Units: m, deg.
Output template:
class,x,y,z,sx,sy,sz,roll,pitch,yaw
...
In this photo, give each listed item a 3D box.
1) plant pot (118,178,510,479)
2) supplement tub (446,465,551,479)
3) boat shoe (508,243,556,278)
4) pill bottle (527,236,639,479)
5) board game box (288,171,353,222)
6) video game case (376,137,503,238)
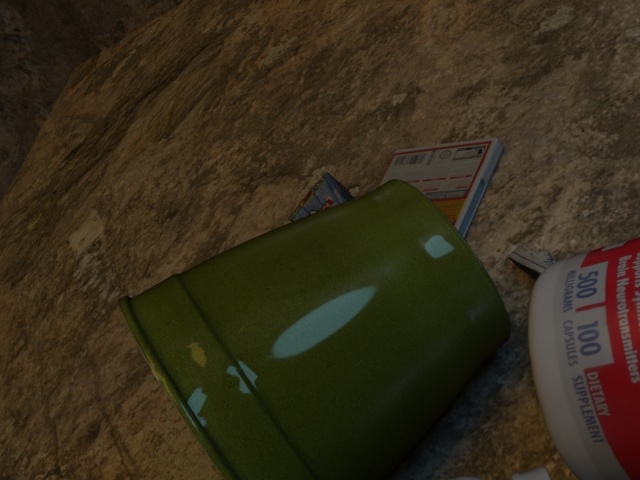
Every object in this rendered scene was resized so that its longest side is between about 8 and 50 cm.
class,x,y,z,sx,sy,sz,roll,pitch,yaw
plant pot,0.016,0.119,1.082,0.353,0.366,0.366,-35,32,-7
supplement tub,0.085,0.341,0.794,0.316,0.228,0.228,-23,36,8
boat shoe,0.274,0.028,1.144,0.035,0.035,0.100,-49,26,-1
pill bottle,0.402,0.078,0.768,0.407,0.229,0.229,-19,41,34
board game box,0.000,0.000,1.413,0.194,0.060,0.194,-51,23,-3
video game case,0.137,-0.029,1.364,0.204,0.025,0.285,-2,52,46
